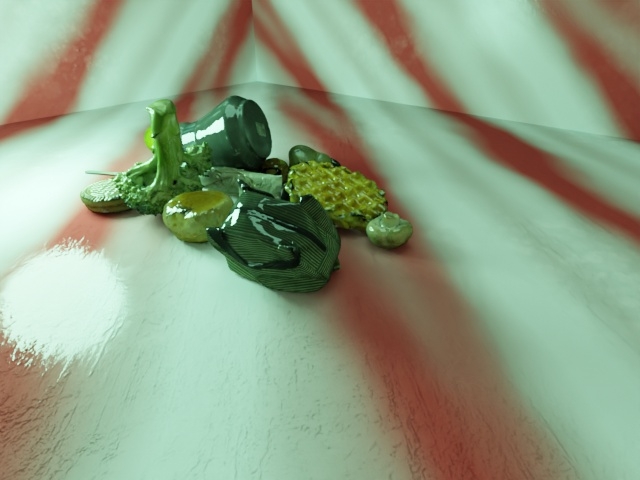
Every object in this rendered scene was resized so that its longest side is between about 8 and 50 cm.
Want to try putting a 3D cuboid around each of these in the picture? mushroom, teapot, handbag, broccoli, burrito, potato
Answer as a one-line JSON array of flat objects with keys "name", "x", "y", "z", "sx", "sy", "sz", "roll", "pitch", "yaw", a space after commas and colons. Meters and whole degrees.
[{"name": "mushroom", "x": 0.220, "y": -0.033, "z": 1.336, "sx": 0.148, "sy": 0.112, "sz": 0.148, "roll": 8, "pitch": 31, "yaw": -5}, {"name": "teapot", "x": -0.404, "y": -0.428, "z": 1.795, "sx": 0.362, "sy": 0.305, "sz": 0.376, "roll": -9, "pitch": 4, "yaw": 20}, {"name": "handbag", "x": -0.125, "y": -0.013, "z": 1.134, "sx": 0.341, "sy": 0.240, "sz": 0.247, "roll": 13, "pitch": 61, "yaw": 20}, {"name": "broccoli", "x": -0.562, "y": -0.257, "z": 1.444, "sx": 0.275, "sy": 0.353, "sz": 0.397, "roll": 14, "pitch": -13, "yaw": -3}, {"name": "burrito", "x": -0.328, "y": -0.227, "z": 1.664, "sx": 0.392, "sy": 0.117, "sz": 0.076, "roll": 9, "pitch": 16, "yaw": 17}, {"name": "potato", "x": -0.044, "y": -0.338, "z": 1.831, "sx": 0.194, "sy": 0.157, "sz": 0.157, "roll": 4, "pitch": 30, "yaw": 0}]

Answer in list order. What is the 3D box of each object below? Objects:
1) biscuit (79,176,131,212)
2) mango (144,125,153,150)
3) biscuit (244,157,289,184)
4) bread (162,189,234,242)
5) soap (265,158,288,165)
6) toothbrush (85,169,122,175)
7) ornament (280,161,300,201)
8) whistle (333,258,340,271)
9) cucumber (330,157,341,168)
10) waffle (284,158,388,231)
[{"name": "biscuit", "x": -0.784, "y": -0.179, "z": 1.613, "sx": 0.259, "sy": 0.079, "sz": 0.259, "roll": 1, "pitch": 30, "yaw": 0}, {"name": "mango", "x": -0.803, "y": -0.521, "z": 2.138, "sx": 0.192, "sy": 0.155, "sz": 0.343, "roll": -12, "pitch": 27, "yaw": -36}, {"name": "biscuit", "x": -0.239, "y": -0.287, "z": 1.800, "sx": 0.209, "sy": 0.041, "sz": 0.290, "roll": 7, "pitch": 40, "yaw": 12}, {"name": "bread", "x": -0.396, "y": -0.075, "z": 1.385, "sx": 0.245, "sy": 0.134, "sz": 0.244, "roll": -2, "pitch": 31, "yaw": 1}, {"name": "soap", "x": -0.222, "y": -0.350, "z": 1.951, "sx": 0.140, "sy": 0.045, "sz": 0.089, "roll": -13, "pitch": 29, "yaw": -22}, {"name": "toothbrush", "x": -0.930, "y": -0.303, "z": 1.886, "sx": 0.295, "sy": 0.028, "sz": 0.026, "roll": 1, "pitch": 28, "yaw": 12}, {"name": "ornament", "x": -0.006, "y": -0.193, "z": 1.640, "sx": 0.261, "sy": 0.106, "sz": 0.251, "roll": 19, "pitch": 39, "yaw": 4}, {"name": "whistle", "x": 0.000, "y": 0.001, "z": 1.329, "sx": 0.068, "sy": 0.057, "sz": 0.326, "roll": -7, "pitch": 31, "yaw": -6}, {"name": "cucumber", "x": -0.014, "y": -0.374, "z": 1.975, "sx": 0.245, "sy": 0.067, "sz": 0.067, "roll": 11, "pitch": 32, "yaw": 21}, {"name": "waffle", "x": 0.058, "y": -0.172, "z": 1.508, "sx": 0.382, "sy": 0.095, "sz": 0.379, "roll": 16, "pitch": 36, "yaw": -9}]
